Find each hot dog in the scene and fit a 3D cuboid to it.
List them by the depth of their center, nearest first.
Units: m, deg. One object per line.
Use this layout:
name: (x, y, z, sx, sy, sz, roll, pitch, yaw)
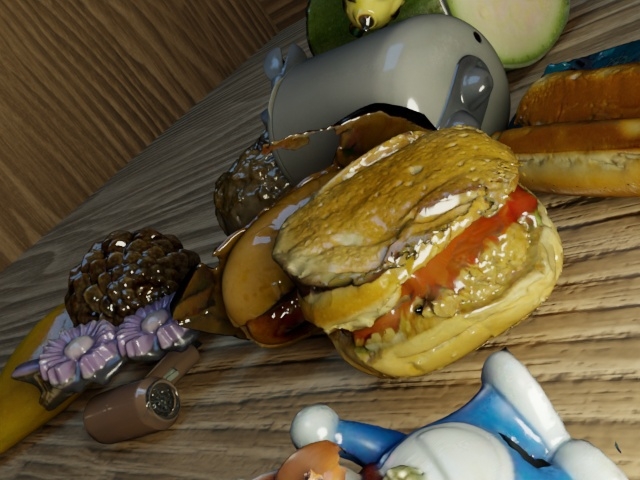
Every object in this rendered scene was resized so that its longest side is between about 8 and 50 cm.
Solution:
hot dog: (0.271, -0.091, 0.812, 0.135, 0.100, 0.337, -49, 19, -11)
hot dog: (0.002, 0.004, 0.940, 0.326, 0.194, 0.107, -54, 44, 13)

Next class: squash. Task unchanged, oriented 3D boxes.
squash: (0.172, -0.368, 1.447, 0.263, 0.263, 0.384, -44, 18, -22)

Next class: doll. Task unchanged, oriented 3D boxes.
doll: (0.038, 0.172, 0.484, 0.257, 0.161, 0.215, -35, 43, -7)
doll: (0.065, -0.354, 1.226, 0.117, 0.086, 0.291, -57, 17, 26)
doll: (-0.060, -0.297, 1.862, 0.258, 0.153, 0.195, -56, -13, -75)

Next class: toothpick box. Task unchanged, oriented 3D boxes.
toothpick box: (0.093, -0.151, 1.138, 0.229, 0.229, 0.316, -46, 21, -29)

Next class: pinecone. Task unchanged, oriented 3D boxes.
pinecone: (-0.243, 0.081, 1.225, 0.179, 0.184, 0.204, -50, -3, -23)

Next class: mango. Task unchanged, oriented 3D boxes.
mango: (-0.401, 0.195, 1.336, 0.317, 0.119, 0.176, -48, 22, -9)

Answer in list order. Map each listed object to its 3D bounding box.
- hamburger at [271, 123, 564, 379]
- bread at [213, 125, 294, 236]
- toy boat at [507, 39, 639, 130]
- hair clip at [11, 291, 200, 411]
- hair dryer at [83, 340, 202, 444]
hamburger: (0.089, 0.012, 0.794, 0.244, 0.163, 0.244, -25, 24, 12)
bread: (-0.069, -0.093, 1.348, 0.230, 0.123, 0.230, -47, 3, 4)
toy boat: (0.306, -0.172, 0.969, 0.134, 0.092, 0.298, -50, 22, -28)
hair clip: (-0.237, 0.129, 1.079, 0.292, 0.085, 0.106, -22, 26, 12)
hair dryer: (-0.191, 0.166, 1.095, 0.117, 0.064, 0.182, -22, 17, 36)
